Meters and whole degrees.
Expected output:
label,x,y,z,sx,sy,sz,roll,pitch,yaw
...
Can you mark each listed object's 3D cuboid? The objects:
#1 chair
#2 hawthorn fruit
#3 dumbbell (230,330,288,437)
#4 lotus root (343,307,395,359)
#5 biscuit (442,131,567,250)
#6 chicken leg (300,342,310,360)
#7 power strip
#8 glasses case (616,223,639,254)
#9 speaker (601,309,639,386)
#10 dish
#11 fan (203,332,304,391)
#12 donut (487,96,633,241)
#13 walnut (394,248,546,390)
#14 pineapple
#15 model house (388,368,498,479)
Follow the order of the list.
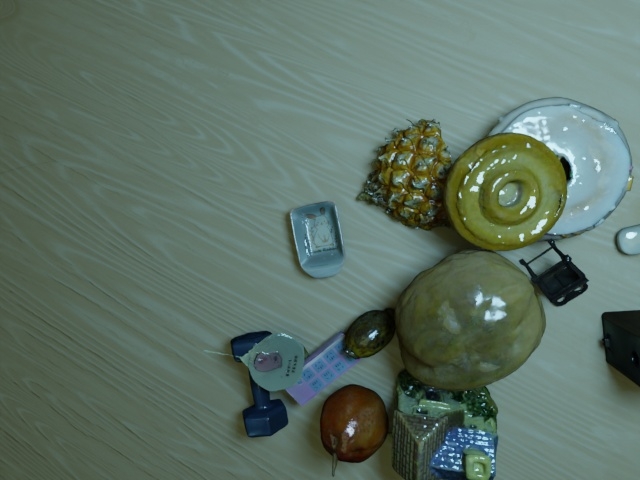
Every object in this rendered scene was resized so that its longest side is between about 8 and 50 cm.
label,x,y,z,sx,sy,sz,roll,pitch,yaw
chair,0.641,0.115,1.086,0.106,0.113,0.229,-40,111,21
hawthorn fruit,0.089,0.558,1.206,0.210,0.262,0.211,9,116,20
dumbbell,-0.198,0.459,1.333,0.143,0.156,0.317,-9,91,43
lotus root,0.156,0.275,1.244,0.209,0.120,0.120,-38,83,-17
biscuit,0.451,-0.112,1.006,0.296,0.102,0.297,0,105,2
chicken leg,-0.063,0.407,1.341,0.093,0.070,0.178,-40,96,-5
power strip,0.006,0.403,1.300,0.279,0.037,0.109,-39,103,1
glasses case,0.907,-0.014,1.097,0.204,0.051,0.081,-11,89,13
speaker,0.852,0.272,1.033,0.192,0.231,0.153,-6,92,13
dish,0.000,0.000,1.302,0.153,0.064,0.234,-11,89,13
fan,-0.201,0.361,1.249,0.310,0.010,0.182,10,88,-8
donut,0.610,-0.184,1.111,0.382,0.142,0.383,1,93,13
walnut,0.382,0.200,1.089,0.383,0.383,0.384,1,93,13
pineapple,0.233,-0.159,1.166,0.286,0.209,0.345,-17,90,13
model house,0.346,0.526,1.150,0.321,0.266,0.262,3,97,13
